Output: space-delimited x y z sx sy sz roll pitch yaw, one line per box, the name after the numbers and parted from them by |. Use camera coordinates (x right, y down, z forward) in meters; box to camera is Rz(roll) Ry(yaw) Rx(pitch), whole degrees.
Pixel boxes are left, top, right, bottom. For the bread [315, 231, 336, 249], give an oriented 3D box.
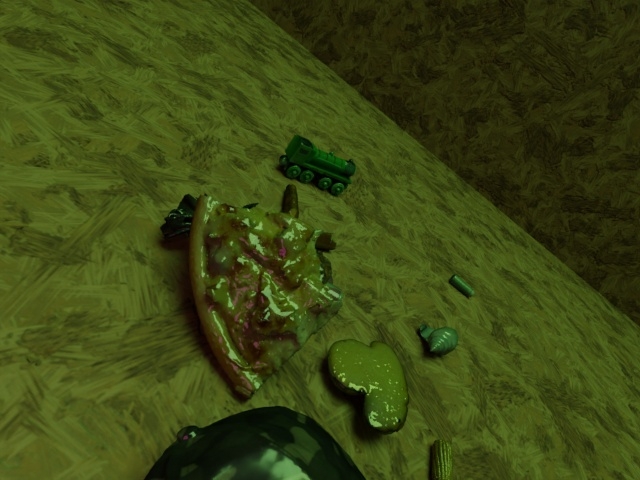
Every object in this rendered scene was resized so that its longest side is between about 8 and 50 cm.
0.000 0.000 1.073 0.083 0.036 0.046 10 55 -43 | bread

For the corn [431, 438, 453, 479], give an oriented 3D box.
0.210 0.386 0.764 0.037 0.037 0.092 38 31 -2 | corn

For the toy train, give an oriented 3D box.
-0.002 -0.220 1.301 0.252 0.119 0.085 14 36 -36 | toy train

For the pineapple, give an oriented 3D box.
-0.131 0.015 0.799 0.310 0.141 0.170 30 58 -2 | pineapple

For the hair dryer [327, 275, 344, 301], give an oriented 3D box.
0.001 0.086 0.952 0.106 0.054 0.154 34 18 0 | hair dryer

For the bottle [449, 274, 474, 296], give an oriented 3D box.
0.447 0.144 1.394 0.083 0.030 0.030 40 28 0 | bottle

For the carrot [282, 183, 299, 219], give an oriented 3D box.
-0.075 -0.095 1.121 0.042 0.042 0.170 28 27 -20 | carrot

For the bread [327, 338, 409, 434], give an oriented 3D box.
0.076 0.256 0.775 0.150 0.065 0.187 17 37 -17 | bread

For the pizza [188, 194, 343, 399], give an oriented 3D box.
-0.082 0.061 0.674 0.223 0.089 0.323 -13 78 -11 | pizza

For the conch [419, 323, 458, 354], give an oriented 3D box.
0.280 0.236 1.046 0.180 0.088 0.064 -5 94 -60 | conch

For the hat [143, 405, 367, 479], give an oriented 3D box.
0.036 0.311 0.434 0.366 0.383 0.257 -45 127 -63 | hat
